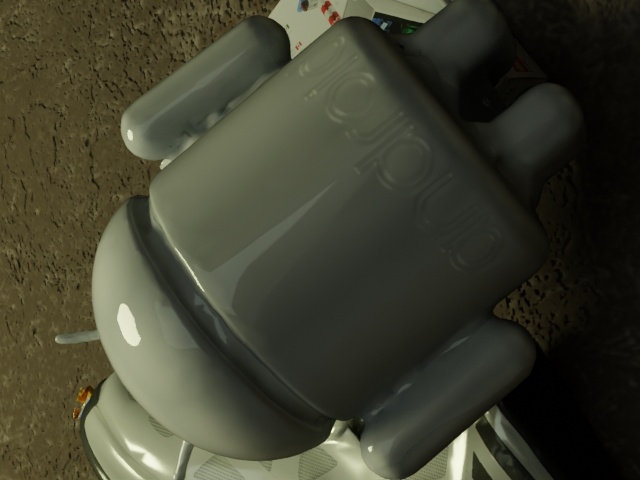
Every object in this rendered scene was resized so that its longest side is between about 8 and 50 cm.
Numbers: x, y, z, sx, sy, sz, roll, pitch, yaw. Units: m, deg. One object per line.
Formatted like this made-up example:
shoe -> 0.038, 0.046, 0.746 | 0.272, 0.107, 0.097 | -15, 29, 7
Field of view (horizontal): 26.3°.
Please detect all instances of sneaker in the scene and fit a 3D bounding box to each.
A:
sneaker -> 0.031, 0.143, 1.007 | 0.447, 0.169, 0.257 | 28, 103, 28

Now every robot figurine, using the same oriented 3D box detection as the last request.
robot figurine -> 0.000, 0.000, 0.865 | 0.353, 0.200, 0.300 | -40, 76, 8

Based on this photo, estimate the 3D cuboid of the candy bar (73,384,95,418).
candy bar -> -0.175, 0.187, 1.261 | 0.161, 0.018, 0.040 | 34, 115, 34

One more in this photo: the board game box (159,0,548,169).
board game box -> 0.011, -0.087, 1.048 | 0.305, 0.053, 0.193 | -49, 65, 33
